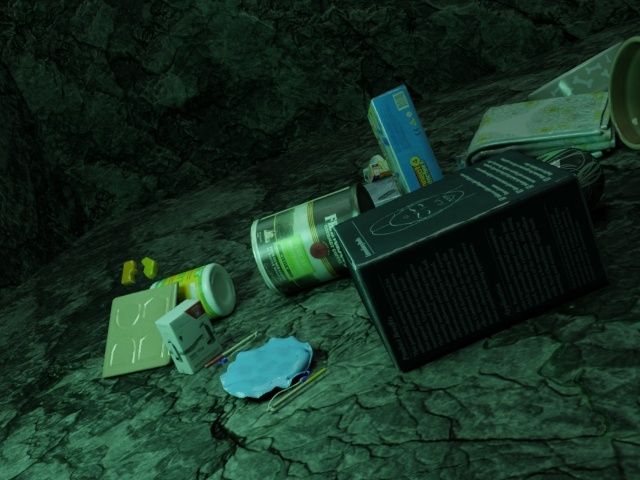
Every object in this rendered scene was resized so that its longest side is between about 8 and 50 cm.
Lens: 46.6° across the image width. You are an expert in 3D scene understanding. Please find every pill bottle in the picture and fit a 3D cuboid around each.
[{"bbox_3d":[-0.354,0.155,1.901,0.246,0.136,0.136,-18,17,19],"label":"pill bottle"}]

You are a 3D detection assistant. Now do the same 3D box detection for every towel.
[{"bbox_3d":[0.600,-0.293,2.001,0.375,0.090,0.320,-3,27,26],"label":"towel"}]

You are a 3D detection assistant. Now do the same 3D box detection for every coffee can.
[{"bbox_3d":[0.000,0.000,1.790,0.276,0.201,0.201,-19,17,16],"label":"coffee can"}]

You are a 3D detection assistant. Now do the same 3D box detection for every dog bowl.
[{"bbox_3d":[0.783,-0.472,2.234,0.349,0.102,0.349,-30,2,1],"label":"dog bowl"}]

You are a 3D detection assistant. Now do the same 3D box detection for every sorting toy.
[{"bbox_3d":[-0.433,0.179,1.832,0.229,0.041,0.307,-17,56,27],"label":"sorting toy"}]

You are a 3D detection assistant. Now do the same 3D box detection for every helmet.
[{"bbox_3d":[0.496,-0.112,1.531,0.169,0.169,0.162,-35,4,-35],"label":"helmet"}]

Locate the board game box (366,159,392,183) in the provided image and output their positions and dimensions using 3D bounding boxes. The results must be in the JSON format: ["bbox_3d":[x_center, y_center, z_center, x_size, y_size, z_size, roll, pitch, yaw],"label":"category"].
[{"bbox_3d":[0.244,-0.225,2.307,0.194,0.045,0.147,-15,-8,-2],"label":"board game box"}]

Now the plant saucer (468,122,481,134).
[{"bbox_3d":[0.565,-0.351,2.329,0.199,0.036,0.198,-5,2,0],"label":"plant saucer"}]

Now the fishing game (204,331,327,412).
[{"bbox_3d":[-0.101,0.248,1.435,0.189,0.041,0.264,-33,27,-30],"label":"fishing game"}]

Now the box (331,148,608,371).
[{"bbox_3d":[0.253,0.021,1.352,0.396,0.211,0.293,-23,16,0],"label":"box"}]

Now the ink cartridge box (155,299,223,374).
[{"bbox_3d":[-0.286,0.211,1.632,0.056,0.135,0.099,-3,26,44],"label":"ink cartridge box"}]

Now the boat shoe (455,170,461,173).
[{"bbox_3d":[0.359,-0.150,2.048,0.050,0.045,0.135,-11,20,38],"label":"boat shoe"}]

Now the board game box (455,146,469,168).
[{"bbox_3d":[0.543,-0.276,2.201,0.165,0.042,0.243,-35,20,-36],"label":"board game box"}]

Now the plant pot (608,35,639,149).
[{"bbox_3d":[0.839,-0.350,1.738,0.230,0.262,0.263,-5,15,-5],"label":"plant pot"}]

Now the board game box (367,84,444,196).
[{"bbox_3d":[0.216,-0.204,1.833,0.086,0.308,0.302,-23,1,2],"label":"board game box"}]

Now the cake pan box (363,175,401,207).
[{"bbox_3d":[0.165,-0.117,2.179,0.246,0.070,0.267,-16,17,16],"label":"cake pan box"}]

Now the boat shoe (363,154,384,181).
[{"bbox_3d":[0.183,-0.229,2.486,0.081,0.079,0.227,-20,19,-3],"label":"boat shoe"}]
